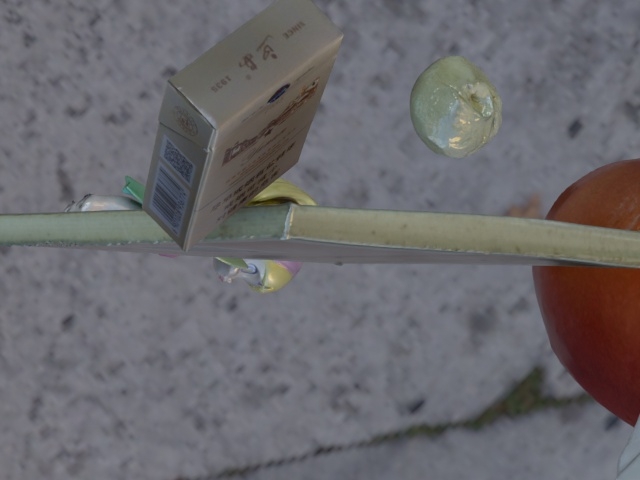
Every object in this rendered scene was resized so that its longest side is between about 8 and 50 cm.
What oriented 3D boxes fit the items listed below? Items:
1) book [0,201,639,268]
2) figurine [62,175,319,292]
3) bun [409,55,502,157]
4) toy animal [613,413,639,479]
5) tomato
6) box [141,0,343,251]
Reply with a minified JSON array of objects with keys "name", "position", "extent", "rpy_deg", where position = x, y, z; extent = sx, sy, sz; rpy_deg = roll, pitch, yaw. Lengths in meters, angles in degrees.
[{"name":"book","position":[0.000,-0.001,0.744],"extent":[0.242,0.170,0.018],"rpy_deg":[4,87,-52]},{"name":"figurine","position":[-0.082,-0.013,1.266],"extent":[0.187,0.083,0.083],"rpy_deg":[11,116,-25]},{"name":"bun","position":[0.118,-0.109,1.533],"extent":[0.086,0.055,0.086],"rpy_deg":[-5,99,-37]},{"name":"toy animal","position":[0.265,0.167,0.877],"extent":[0.140,0.282,0.138],"rpy_deg":[-36,-171,33]},{"name":"tomato","position":[0.267,0.051,1.232],"extent":[0.260,0.260,0.180],"rpy_deg":[16,104,-45]},{"name":"box","position":[-0.025,-0.035,0.562],"extent":[0.053,0.024,0.083],"rpy_deg":[-39,166,-26]}]
